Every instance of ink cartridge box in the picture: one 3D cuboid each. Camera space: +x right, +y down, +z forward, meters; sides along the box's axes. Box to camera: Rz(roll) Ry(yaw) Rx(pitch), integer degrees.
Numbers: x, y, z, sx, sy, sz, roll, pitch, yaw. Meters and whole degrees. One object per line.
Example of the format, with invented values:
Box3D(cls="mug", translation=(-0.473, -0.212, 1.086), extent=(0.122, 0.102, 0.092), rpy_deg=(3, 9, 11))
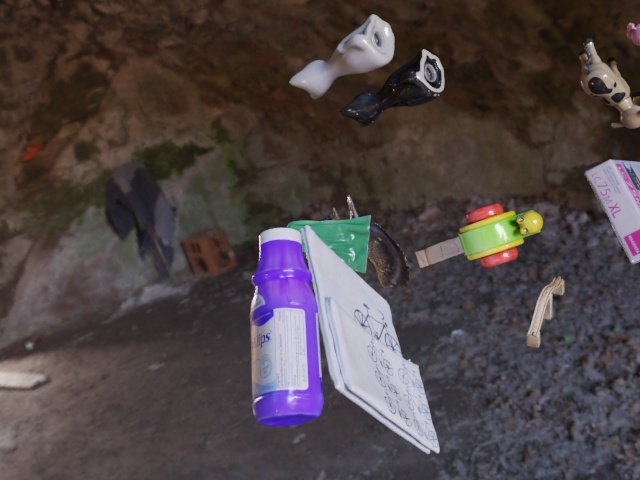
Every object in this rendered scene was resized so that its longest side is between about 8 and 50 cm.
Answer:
Box3D(cls="ink cartridge box", translation=(0.613, -0.060, 1.493), extent=(0.065, 0.186, 0.311), rpy_deg=(-30, -14, 31))

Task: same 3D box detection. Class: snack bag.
Box3D(cls="snack bag", translation=(0.087, 0.170, 1.354), extent=(0.037, 0.323, 0.343), rpy_deg=(-30, 45, 18))

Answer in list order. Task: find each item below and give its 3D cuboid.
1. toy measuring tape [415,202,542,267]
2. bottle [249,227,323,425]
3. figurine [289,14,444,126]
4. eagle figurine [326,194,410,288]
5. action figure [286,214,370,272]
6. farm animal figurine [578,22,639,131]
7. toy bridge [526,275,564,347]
Box3D(cls="toy measuring tape", translation=(0.276, 0.007, 1.490), extent=(0.121, 0.121, 0.330), rpy_deg=(-31, 6, -41))
Box3D(cls="bottle", translation=(-0.054, 0.123, 1.149), extent=(0.092, 0.283, 0.118), rpy_deg=(6, -22, -24))
Box3D(cls="figurine", translation=(0.078, -0.291, 1.423), extent=(0.214, 0.092, 0.209), rpy_deg=(23, -33, -36))
Box3D(cls="eagle figurine", translation=(0.142, 0.025, 2.448), extent=(0.226, 0.298, 0.225), rpy_deg=(-73, 7, -50))
Box3D(cls="action figure", translation=(0.000, 0.000, 1.864), extent=(0.232, 0.137, 0.063), rpy_deg=(5, -9, 7))
Box3D(cls="farm animal figurine", translation=(0.684, -0.288, 1.542), extent=(0.330, 0.172, 0.327), rpy_deg=(-11, -31, 13))
Box3D(cls="toy bridge", translation=(0.454, 0.130, 1.575), extent=(0.026, 0.063, 0.188), rpy_deg=(10, 41, 30))
